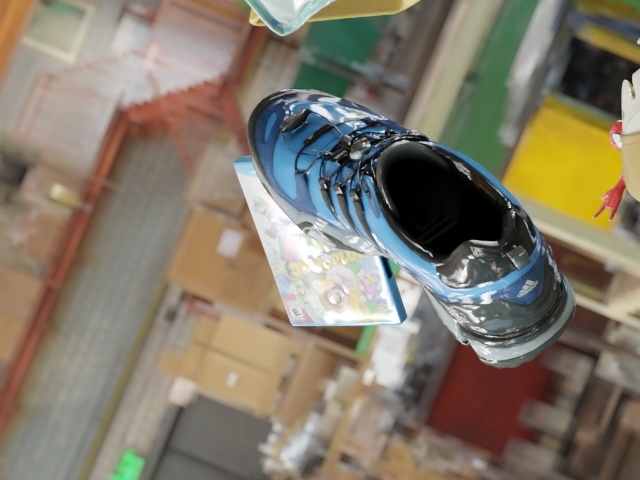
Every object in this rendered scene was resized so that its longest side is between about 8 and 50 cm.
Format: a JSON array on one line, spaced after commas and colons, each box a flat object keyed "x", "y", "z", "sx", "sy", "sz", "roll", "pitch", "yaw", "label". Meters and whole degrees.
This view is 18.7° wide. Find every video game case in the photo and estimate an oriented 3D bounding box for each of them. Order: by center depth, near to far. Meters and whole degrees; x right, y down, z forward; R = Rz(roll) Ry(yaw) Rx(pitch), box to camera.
[{"x": 0.000, "y": 0.000, "z": 1.680, "sx": 0.015, "sy": 0.119, "sz": 0.166, "roll": -45, "pitch": -56, "yaw": -46, "label": "video game case"}]

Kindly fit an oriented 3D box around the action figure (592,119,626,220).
[{"x": 0.378, "y": -0.051, "z": 1.855, "sx": 0.280, "sy": 0.091, "sz": 0.139, "roll": 19, "pitch": 85, "yaw": 45, "label": "action figure"}]

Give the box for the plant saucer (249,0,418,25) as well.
[{"x": 0.105, "y": -0.382, "z": 2.372, "sx": 0.333, "sy": 0.081, "sz": 0.333, "roll": -31, "pitch": -10, "yaw": 37, "label": "plant saucer"}]

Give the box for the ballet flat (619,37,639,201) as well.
[{"x": 0.221, "y": -0.092, "z": 1.243, "sx": 0.080, "sy": 0.073, "sz": 0.232, "roll": -28, "pitch": 14, "yaw": 23, "label": "ballet flat"}]

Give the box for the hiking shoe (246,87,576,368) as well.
[{"x": 0.056, "y": -0.042, "z": 1.353, "sx": 0.113, "sy": 0.304, "sz": 0.132, "roll": -43, "pitch": -36, "yaw": -17, "label": "hiking shoe"}]

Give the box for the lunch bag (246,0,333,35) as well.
[{"x": -0.055, "y": -0.381, "z": 2.018, "sx": 0.160, "sy": 0.262, "sz": 0.223, "roll": -30, "pitch": 25, "yaw": 28, "label": "lunch bag"}]
